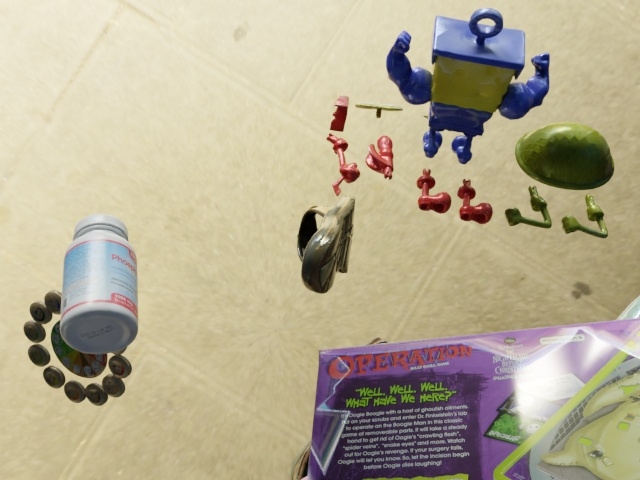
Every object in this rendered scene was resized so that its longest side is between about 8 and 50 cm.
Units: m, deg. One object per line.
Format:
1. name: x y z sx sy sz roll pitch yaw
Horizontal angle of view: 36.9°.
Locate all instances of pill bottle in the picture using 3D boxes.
1. pill bottle: -0.260 0.048 1.133 0.087 0.087 0.160 -8 49 -3

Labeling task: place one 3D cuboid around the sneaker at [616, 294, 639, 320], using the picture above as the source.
1. sneaker: 0.303 0.128 0.878 0.094 0.151 0.256 34 71 10

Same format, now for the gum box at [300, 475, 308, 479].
1. gum box: 0.020 0.316 0.940 0.107 0.062 0.188 -37 79 -28

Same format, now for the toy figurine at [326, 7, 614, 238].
1. toy figurine: 0.197 -0.160 1.115 0.363 0.217 0.191 11 44 1

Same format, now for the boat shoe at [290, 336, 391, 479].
1. boat shoe: 0.055 0.328 1.684 0.123 0.120 0.324 28 91 2

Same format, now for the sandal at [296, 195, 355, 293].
1. sandal: 0.000 0.000 0.838 0.049 0.180 0.072 10 104 9

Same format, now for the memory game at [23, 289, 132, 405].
1. memory game: -0.351 0.157 1.377 0.186 0.012 0.186 9 115 21

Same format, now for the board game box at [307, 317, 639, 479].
1. board game box: 0.162 0.145 0.613 0.347 0.056 0.208 -7 48 14
